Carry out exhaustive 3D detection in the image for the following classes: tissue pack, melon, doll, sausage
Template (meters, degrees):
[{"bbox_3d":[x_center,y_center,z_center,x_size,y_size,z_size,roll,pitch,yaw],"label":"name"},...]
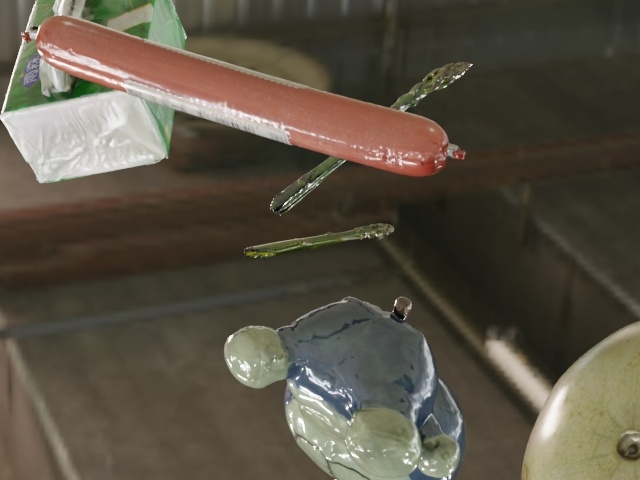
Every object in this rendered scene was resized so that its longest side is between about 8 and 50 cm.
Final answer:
[{"bbox_3d":[-0.236,-0.189,1.723,0.148,0.156,0.209,-11,-138,14],"label":"tissue pack"},{"bbox_3d":[0.287,0.194,1.185,0.268,0.268,0.330,29,175,40],"label":"melon"},{"bbox_3d":[0.036,0.151,1.514,0.228,0.258,0.154,29,-114,21],"label":"doll"},{"bbox_3d":[-0.045,-0.076,0.867,0.253,0.034,0.034,18,-151,16],"label":"sausage"}]

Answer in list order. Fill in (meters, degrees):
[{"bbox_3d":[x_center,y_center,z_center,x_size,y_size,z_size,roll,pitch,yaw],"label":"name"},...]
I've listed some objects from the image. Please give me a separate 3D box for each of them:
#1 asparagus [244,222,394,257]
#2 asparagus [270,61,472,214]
[{"bbox_3d":[0.000,0.000,1.382,0.166,0.013,0.016,-10,-165,-42],"label":"asparagus"},{"bbox_3d":[0.047,-0.100,1.584,0.233,0.023,0.022,-38,-157,3],"label":"asparagus"}]
